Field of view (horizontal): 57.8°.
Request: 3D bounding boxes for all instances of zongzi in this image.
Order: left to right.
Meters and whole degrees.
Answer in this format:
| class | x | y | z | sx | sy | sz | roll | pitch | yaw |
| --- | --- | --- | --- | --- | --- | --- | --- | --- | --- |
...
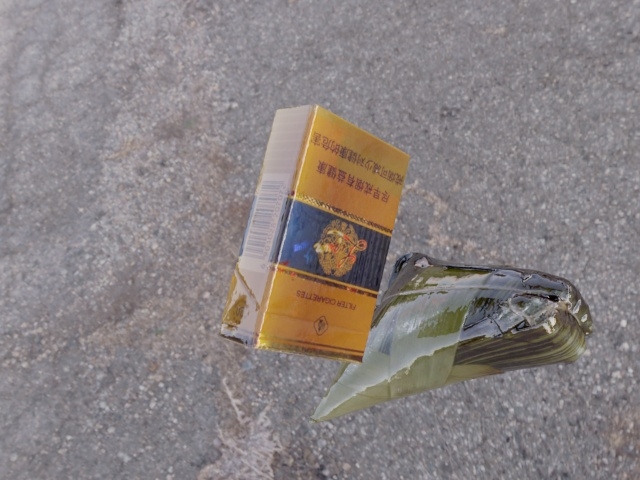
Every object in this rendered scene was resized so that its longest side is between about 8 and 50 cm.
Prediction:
| class | x | y | z | sx | sy | sz | roll | pitch | yaw |
| --- | --- | --- | --- | --- | --- | --- | --- | --- | --- |
| zongzi | 0.160 | 0.162 | 0.765 | 0.317 | 0.154 | 0.289 | -49 | 24 | -21 |

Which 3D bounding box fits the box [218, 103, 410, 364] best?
| class | x | y | z | sx | sy | sz | roll | pitch | yaw |
| --- | --- | --- | --- | --- | --- | --- | --- | --- | --- |
| box | 0.000 | 0.000 | 0.600 | 0.070 | 0.152 | 0.237 | 11 | 85 | 48 |
